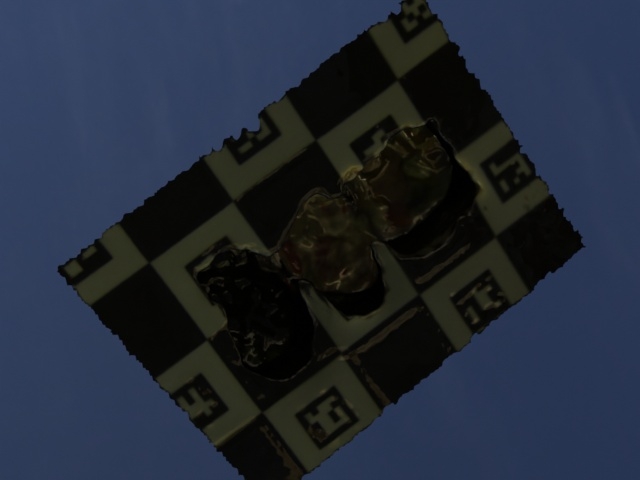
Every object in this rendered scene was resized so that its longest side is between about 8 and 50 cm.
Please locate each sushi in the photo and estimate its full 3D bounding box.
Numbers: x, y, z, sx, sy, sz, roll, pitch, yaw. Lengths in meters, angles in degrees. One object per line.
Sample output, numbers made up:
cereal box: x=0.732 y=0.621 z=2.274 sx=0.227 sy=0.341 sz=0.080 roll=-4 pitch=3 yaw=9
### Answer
sushi: x=0.000 y=0.000 z=1.270 sx=0.373 sy=0.100 sz=0.296 roll=-39 pitch=-66 yaw=-4
